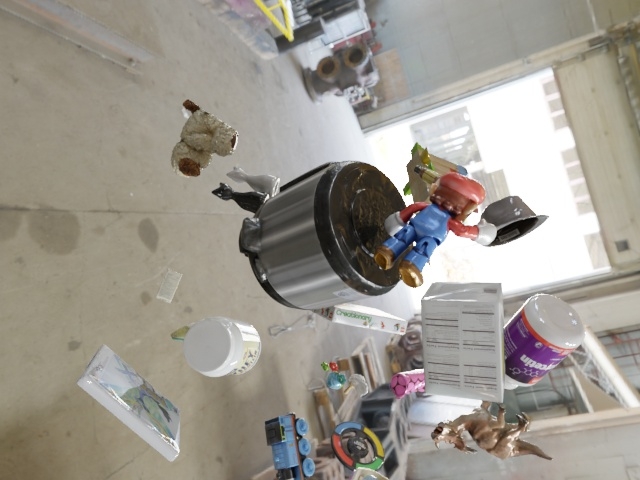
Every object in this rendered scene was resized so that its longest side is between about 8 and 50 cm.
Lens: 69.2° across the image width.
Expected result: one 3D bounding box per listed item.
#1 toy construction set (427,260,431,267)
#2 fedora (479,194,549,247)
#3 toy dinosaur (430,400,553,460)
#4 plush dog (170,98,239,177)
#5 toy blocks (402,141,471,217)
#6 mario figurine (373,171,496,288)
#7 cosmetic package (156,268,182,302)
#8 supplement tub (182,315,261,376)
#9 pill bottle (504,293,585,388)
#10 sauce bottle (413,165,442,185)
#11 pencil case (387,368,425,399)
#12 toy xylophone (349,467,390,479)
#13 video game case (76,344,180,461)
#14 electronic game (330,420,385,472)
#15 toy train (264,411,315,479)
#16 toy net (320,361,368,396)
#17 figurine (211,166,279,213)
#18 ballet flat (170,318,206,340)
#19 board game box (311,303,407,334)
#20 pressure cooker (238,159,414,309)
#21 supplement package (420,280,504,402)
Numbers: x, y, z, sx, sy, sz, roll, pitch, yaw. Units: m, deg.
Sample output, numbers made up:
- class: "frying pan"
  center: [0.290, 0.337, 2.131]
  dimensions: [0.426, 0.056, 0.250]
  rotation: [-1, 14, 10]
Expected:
- class: "toy construction set"
  center: [0.255, 0.048, 1.589]
  dimensions: [0.308, 0.257, 0.237]
  rotation: [21, -32, 55]
- class: "fedora"
  center: [0.686, -0.081, 1.709]
  dimensions: [0.275, 0.243, 0.124]
  rotation: [99, -22, -66]
- class: "toy dinosaur"
  center: [0.466, 0.541, 1.284]
  dimensions: [0.200, 0.295, 0.127]
  rotation: [-61, 170, 3]
- class: "plush dog"
  center: [-0.407, -0.309, 1.520]
  dimensions: [0.210, 0.225, 0.262]
  rotation: [33, 3, -19]
- class: "toy blocks"
  center: [0.487, -0.198, 1.822]
  dimensions: [0.260, 0.191, 0.382]
  rotation: [18, 44, -17]
- class: "mario figurine"
  center: [0.282, -0.024, 1.120]
  dimensions: [0.198, 0.320, 0.170]
  rotation: [47, -16, -5]
- class: "cosmetic package"
  center: [-0.577, 0.173, 1.770]
  dimensions: [0.060, 0.041, 0.115]
  rotation: [24, 61, -12]
- class: "supplement tub"
  center: [-0.399, 0.436, 1.910]
  dimensions: [0.325, 0.235, 0.236]
  rotation: [50, 27, -72]
- class: "pill bottle"
  center: [0.648, 0.328, 1.442]
  dimensions: [0.182, 0.181, 0.323]
  rotation: [-87, -168, -47]
- class: "sauce bottle"
  center: [0.324, -0.193, 1.388]
  dimensions: [0.042, 0.042, 0.128]
  rotation: [62, -4, -35]
- class: "pencil case"
  center: [0.369, 0.574, 1.865]
  dimensions: [0.209, 0.095, 0.098]
  rotation: [7, 78, -43]
- class: "toy xylophone"
  center: [0.193, 0.709, 1.119]
  dimensions: [0.081, 0.322, 0.236]
  rotation: [42, 64, -64]
- class: "video game case"
  center: [-0.531, 0.452, 1.332]
  dimensions: [0.329, 0.036, 0.300]
  rotation: [48, -10, -13]
- class: "electronic game"
  center: [0.146, 0.805, 1.810]
  dimensions: [0.229, 0.229, 0.048]
  rotation: [-67, -178, -64]
- class: "toy train"
  center: [-0.081, 0.542, 1.202]
  dimensions: [0.105, 0.080, 0.184]
  rotation: [13, 55, -42]
- class: "toy net"
  center: [0.098, 0.511, 1.730]
  dimensions: [0.045, 0.232, 0.122]
  rotation: [-14, 94, -42]
- class: "figurine"
  center: [-0.292, -0.209, 1.831]
  dimensions: [0.215, 0.209, 0.092]
  rotation: [-67, 175, -49]
- class: "ballet flat"
  center: [-0.506, 0.420, 2.145]
  dimensions: [0.123, 0.348, 0.123]
  rotation: [-168, -90, -71]
- class: "board game box"
  center: [0.125, 0.259, 1.612]
  dimensions: [0.305, 0.193, 0.053]
  rotation: [16, 88, -29]
- class: "pressure cooker"
  center: [-0.001, 0.005, 1.300]
  dimensions: [0.370, 0.420, 0.375]
  rotation: [55, 46, -14]
- class: "supplement package"
  center: [0.392, 0.262, 1.261]
  dimensions: [0.199, 0.198, 0.263]
  rotation: [-24, 110, -65]
